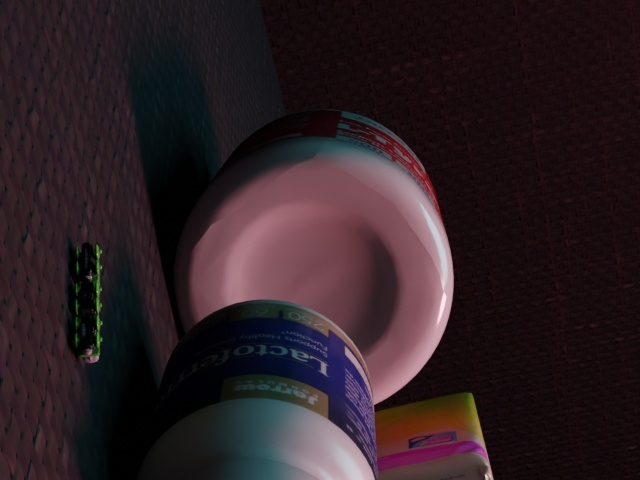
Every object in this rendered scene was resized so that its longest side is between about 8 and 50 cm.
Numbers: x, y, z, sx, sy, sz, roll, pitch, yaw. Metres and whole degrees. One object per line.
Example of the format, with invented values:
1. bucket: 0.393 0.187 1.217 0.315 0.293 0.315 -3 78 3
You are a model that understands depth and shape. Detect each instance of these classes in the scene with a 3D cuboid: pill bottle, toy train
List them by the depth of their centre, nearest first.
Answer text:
1. toy train: -0.136 0.037 0.885 0.023 0.017 0.083 91 -6 -49
2. pill bottle: -0.039 0.150 0.964 0.264 0.153 0.153 -91 169 -72
3. pill bottle: 0.000 0.000 1.394 0.407 0.229 0.229 -81 160 -79

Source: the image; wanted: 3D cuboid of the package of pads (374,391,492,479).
1. package of pads: 0.041 0.229 1.350 0.296 0.229 0.101 -52 128 -84
